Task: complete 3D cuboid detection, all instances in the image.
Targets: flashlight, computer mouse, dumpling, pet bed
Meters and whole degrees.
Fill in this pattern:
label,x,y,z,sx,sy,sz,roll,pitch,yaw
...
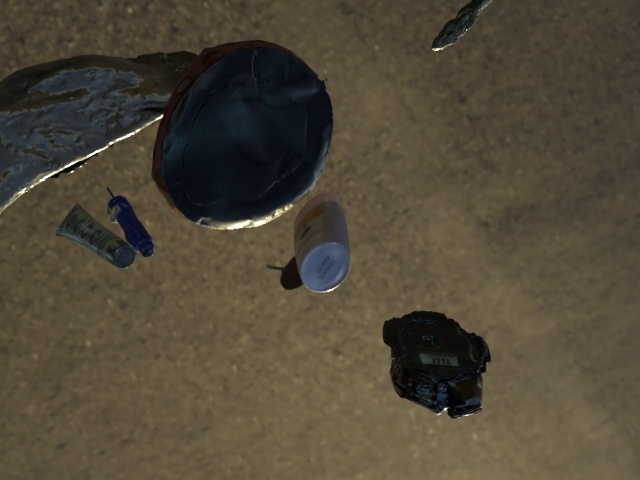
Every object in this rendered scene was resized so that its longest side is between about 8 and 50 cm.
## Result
label,x,y,z,sx,sy,sz,roll,pitch,yaw
flashlight,-0.260,-0.020,1.713,0.035,0.121,0.057,-34,144,-4
computer mouse,0.151,0.171,1.673,0.146,0.242,0.078,5,114,-2
dumpling,-0.285,-0.152,1.373,0.332,0.166,0.086,-32,149,-20
pet bed,-0.073,-0.103,1.257,0.201,0.053,0.201,-14,119,-27

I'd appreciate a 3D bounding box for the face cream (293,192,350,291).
label,x,y,z,sx,sy,sz,roll,pitch,yaw
face cream,0.000,0.000,1.580,0.057,0.198,0.084,35,103,-14

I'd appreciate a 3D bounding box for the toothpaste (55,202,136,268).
label,x,y,z,sx,sy,sz,roll,pitch,yaw
toothpaste,-0.343,-0.006,1.915,0.039,0.239,0.062,36,84,-35

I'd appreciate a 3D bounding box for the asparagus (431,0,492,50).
label,x,y,z,sx,sy,sz,roll,pitch,yaw
asparagus,0.199,-0.309,1.505,0.236,0.034,0.027,-58,166,-21

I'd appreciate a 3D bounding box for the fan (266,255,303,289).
label,x,y,z,sx,sy,sz,roll,pitch,yaw
fan,-0.058,0.054,2.347,0.005,0.133,0.085,44,65,-36
